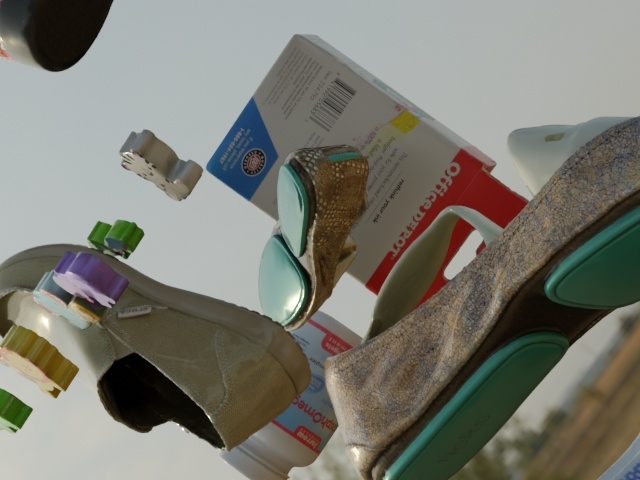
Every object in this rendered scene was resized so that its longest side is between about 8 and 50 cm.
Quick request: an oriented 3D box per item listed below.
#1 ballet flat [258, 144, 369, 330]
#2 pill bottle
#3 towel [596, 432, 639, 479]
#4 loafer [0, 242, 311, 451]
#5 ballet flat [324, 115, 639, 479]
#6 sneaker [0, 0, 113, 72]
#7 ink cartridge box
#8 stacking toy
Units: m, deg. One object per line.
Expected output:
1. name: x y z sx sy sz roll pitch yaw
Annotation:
1. ballet flat: 0.000 0.000 1.292 0.067 0.073 0.206 -21 -24 -20
2. pill bottle: -0.021 0.146 1.600 0.160 0.087 0.087 -56 -9 -5
3. towel: 0.154 0.084 0.404 0.209 0.034 0.285 -41 22 -13
4. loafer: -0.138 0.076 1.241 0.092 0.268 0.102 -55 -38 -33
5. ballet flat: 0.109 0.006 0.918 0.316 0.106 0.107 -43 -32 24
6. sneaker: -0.171 -0.240 1.194 0.270 0.145 0.090 -59 -32 -20
7. ink cartridge box: 0.043 -0.046 1.406 0.134 0.231 0.078 -55 -7 11
8. stacking toy: -0.161 0.032 1.151 0.167 0.052 0.221 -59 8 -22
